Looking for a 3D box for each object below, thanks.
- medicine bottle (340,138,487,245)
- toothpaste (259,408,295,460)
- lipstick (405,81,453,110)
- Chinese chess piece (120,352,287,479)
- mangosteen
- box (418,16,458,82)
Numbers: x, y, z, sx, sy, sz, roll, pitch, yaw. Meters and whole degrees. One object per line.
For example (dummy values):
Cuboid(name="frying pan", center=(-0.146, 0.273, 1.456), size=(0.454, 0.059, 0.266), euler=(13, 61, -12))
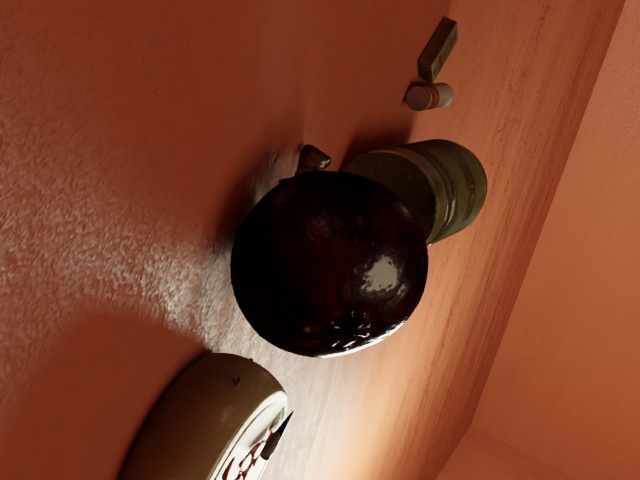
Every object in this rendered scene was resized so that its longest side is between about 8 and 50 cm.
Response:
Cuboid(name="medicine bottle", center=(0.139, -0.067, 1.882), size=(0.151, 0.151, 0.322), euler=(-68, 164, 15))
Cuboid(name="toothpaste", center=(-0.053, 0.245, 1.642), size=(0.083, 0.015, 0.024), euler=(-54, 171, -47))
Cuboid(name="lipstick", center=(0.164, -0.215, 1.936), size=(0.131, 0.038, 0.038), euler=(-22, 136, -67))
Cuboid(name="Chinese chess piece", center=(-0.143, 0.267, 1.600), size=(0.273, 0.102, 0.273), euler=(-56, 163, -28))
Cuboid(name="mangosteen", center=(0.000, 0.000, 1.512), size=(0.235, 0.235, 0.261), euler=(93, -15, -55))
Cuboid(name="box", center=(0.172, -0.277, 1.892), size=(0.083, 0.024, 0.053), euler=(-58, 163, -16))
